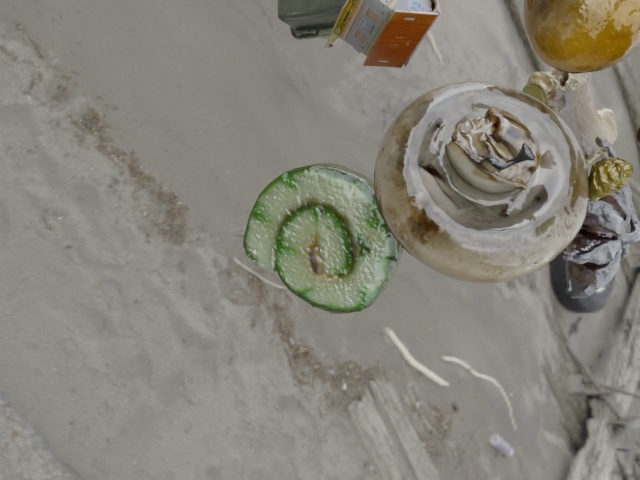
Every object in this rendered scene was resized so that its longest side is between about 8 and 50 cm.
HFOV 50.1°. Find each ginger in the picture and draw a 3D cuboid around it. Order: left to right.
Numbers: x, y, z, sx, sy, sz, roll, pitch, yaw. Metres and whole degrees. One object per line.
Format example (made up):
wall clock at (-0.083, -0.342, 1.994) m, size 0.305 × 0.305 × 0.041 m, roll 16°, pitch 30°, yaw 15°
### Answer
ginger at (0.597, -0.293, 1.619) m, size 0.222 × 0.130 × 0.275 m, roll -5°, pitch 102°, yaw -7°

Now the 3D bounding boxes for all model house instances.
model house at (0.128, -0.380, 1.089) m, size 0.136 × 0.219 × 0.207 m, roll 35°, pitch 66°, yaw -4°

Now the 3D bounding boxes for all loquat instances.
loquat at (0.455, -0.398, 1.159) m, size 0.238 × 0.238 × 0.193 m, roll 38°, pitch 40°, yaw -34°

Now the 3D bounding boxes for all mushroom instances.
mushroom at (0.272, -0.114, 1.137) m, size 0.294 × 0.363 × 0.362 m, roll 90°, pitch 14°, yaw -68°

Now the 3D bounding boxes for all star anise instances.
star anise at (0.622, -0.023, 1.502) m, size 0.359 × 0.139 × 0.315 m, roll 31°, pitch 73°, yaw -53°

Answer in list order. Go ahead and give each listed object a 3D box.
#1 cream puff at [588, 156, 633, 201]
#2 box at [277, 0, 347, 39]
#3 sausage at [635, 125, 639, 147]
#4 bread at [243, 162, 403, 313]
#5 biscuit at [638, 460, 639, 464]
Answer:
cream puff at (0.468, -0.104, 1.123) m, size 0.058 × 0.083 × 0.083 m, roll 57°, pitch 25°, yaw 6°
box at (0.051, -0.535, 1.421) m, size 0.166 × 0.291 × 0.220 m, roll 0°, pitch 94°, yaw -49°
sausage at (0.579, -0.164, 1.099) m, size 0.270 × 0.109 × 0.108 m, roll -53°, pitch 126°, yaw -73°
bread at (0.000, 0.000, 1.650) m, size 0.129 × 0.382 × 0.365 m, roll -34°, pitch 110°, yaw -71°
biscuit at (0.567, 0.382, 0.975) m, size 0.133 × 0.250 × 0.032 m, roll 43°, pitch 84°, yaw -1°
